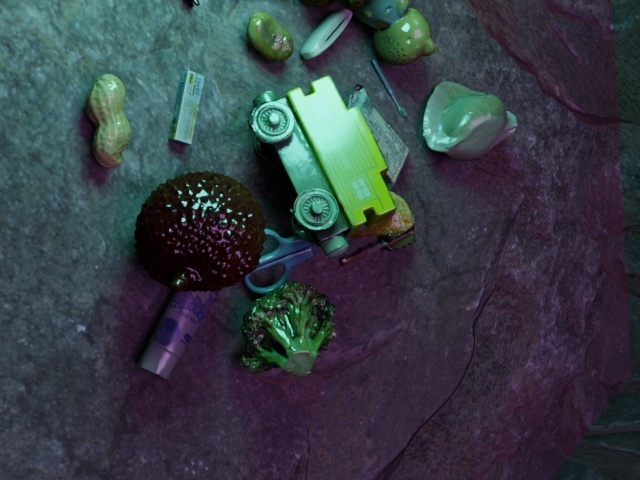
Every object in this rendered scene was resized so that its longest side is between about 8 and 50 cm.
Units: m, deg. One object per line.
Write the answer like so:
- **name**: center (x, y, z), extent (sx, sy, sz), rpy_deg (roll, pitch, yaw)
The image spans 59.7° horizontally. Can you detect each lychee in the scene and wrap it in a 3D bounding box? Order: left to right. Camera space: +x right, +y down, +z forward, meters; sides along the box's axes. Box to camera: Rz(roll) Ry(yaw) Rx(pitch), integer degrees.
- **lychee**: center (-0.258, -0.015, 1.206), extent (0.276, 0.275, 0.304), rpy_deg (46, 42, -35)

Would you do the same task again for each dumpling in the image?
- **dumpling**: center (0.508, -0.400, 1.851), extent (0.320, 0.211, 0.270), rpy_deg (2, 92, -52)

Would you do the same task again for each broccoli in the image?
- **broccoli**: center (-0.076, 0.236, 1.430), extent (0.269, 0.242, 0.262), rpy_deg (21, 107, -24)

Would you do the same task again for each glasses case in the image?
- **glasses case**: center (0.016, -0.553, 1.487), extent (0.049, 0.074, 0.193), rpy_deg (48, 66, -31)

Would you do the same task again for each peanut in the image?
- **peanut**: center (-0.434, -0.244, 1.143), extent (0.082, 0.082, 0.187), rpy_deg (-14, 107, -39)

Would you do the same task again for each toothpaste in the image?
- **toothpaste**: center (-0.304, -0.301, 1.273), extent (0.046, 0.034, 0.164), rpy_deg (11, 89, -41)
- **toothpaste**: center (-0.308, 0.142, 1.324), extent (0.125, 0.079, 0.371), rpy_deg (44, 59, -36)

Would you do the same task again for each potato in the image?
- **potato**: center (-0.127, -0.498, 1.373), extent (0.138, 0.070, 0.092), rpy_deg (34, 79, -37)

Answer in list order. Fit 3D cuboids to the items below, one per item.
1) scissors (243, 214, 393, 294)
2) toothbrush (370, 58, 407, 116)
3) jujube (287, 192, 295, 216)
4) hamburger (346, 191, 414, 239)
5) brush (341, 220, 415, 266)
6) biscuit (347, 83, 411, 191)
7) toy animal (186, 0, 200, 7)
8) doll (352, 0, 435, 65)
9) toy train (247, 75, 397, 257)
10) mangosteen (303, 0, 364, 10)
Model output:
- **scissors**: center (0.000, 0.000, 1.465), extent (0.446, 0.029, 0.193), rpy_deg (-21, 124, -13)
- **toothbrush**: center (0.211, -0.462, 1.706), extent (0.016, 0.019, 0.219), rpy_deg (-51, 125, -17)
- **jujube**: center (-0.026, -0.137, 1.490), extent (0.112, 0.109, 0.176), rpy_deg (21, 84, -41)
- **hamburger**: center (0.153, -0.080, 1.574), extent (0.135, 0.207, 0.156), rpy_deg (-41, 129, -58)
- **brush**: center (0.184, 0.015, 1.730), extent (0.300, 0.071, 0.084), rpy_deg (-24, 115, -31)
- **biscuit**: center (0.162, -0.293, 1.651), extent (0.309, 0.079, 0.186), rpy_deg (38, 70, -37)
- **toy animal**: center (-0.203, -0.645, 1.273), extent (0.324, 0.090, 0.195), rpy_deg (-17, 114, -29)
- **doll**: center (0.205, -0.618, 1.574), extent (0.261, 0.177, 0.162), rpy_deg (49, 61, -32)
- **toy train**: center (0.008, -0.190, 1.357), extent (0.272, 0.179, 0.442), rpy_deg (-25, 83, -10)
- **mangosteen**: center (0.048, -0.716, 1.368), extent (0.287, 0.288, 0.288), rpy_deg (-7, 101, -40)
